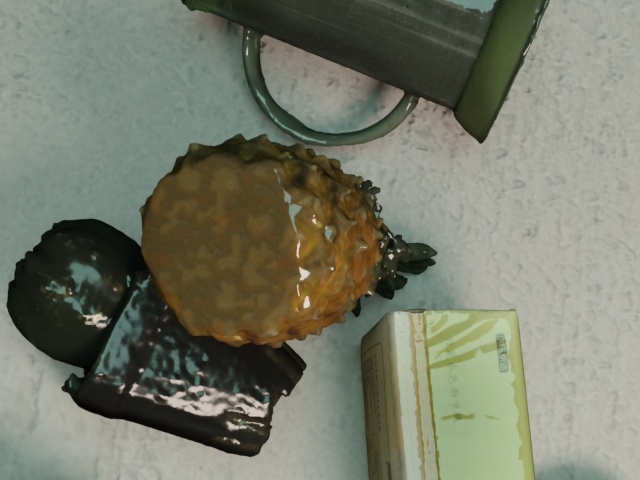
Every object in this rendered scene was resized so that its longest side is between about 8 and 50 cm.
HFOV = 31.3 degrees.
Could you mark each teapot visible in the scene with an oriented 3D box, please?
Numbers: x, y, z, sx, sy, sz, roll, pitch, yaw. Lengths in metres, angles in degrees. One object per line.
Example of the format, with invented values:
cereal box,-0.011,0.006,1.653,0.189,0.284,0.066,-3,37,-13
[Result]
teapot,0.024,-0.219,1.040,0.337,0.200,0.270,23,109,3

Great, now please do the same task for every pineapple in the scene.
pineapple,0.000,0.000,0.923,0.169,0.340,0.169,0,91,25

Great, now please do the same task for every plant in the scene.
plant,-0.141,0.081,0.968,0.256,0.142,0.164,35,76,-8

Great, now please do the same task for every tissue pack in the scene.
tissue pack,0.105,0.183,0.950,0.125,0.159,0.234,-2,77,-5
